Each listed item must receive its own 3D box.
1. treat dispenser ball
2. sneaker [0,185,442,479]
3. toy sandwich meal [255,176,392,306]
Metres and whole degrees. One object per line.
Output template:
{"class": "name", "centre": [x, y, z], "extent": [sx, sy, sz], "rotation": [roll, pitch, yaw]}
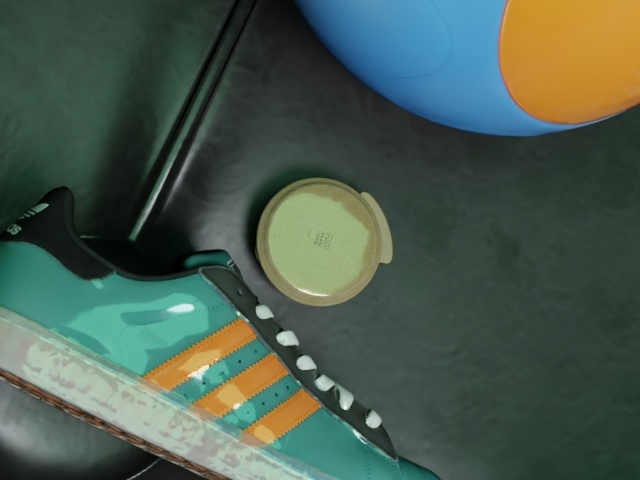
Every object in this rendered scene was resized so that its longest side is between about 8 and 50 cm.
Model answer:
{"class": "treat dispenser ball", "centre": [0.110, -0.203, 1.053], "extent": [0.288, 0.288, 0.288], "rotation": [3, 80, -18]}
{"class": "sneaker", "centre": [-0.049, 0.072, 1.050], "extent": [0.302, 0.108, 0.121], "rotation": [27, 78, -11]}
{"class": "toy sandwich meal", "centre": [0.000, 0.000, 1.122], "extent": [0.085, 0.029, 0.086], "rotation": [2, 84, -15]}
